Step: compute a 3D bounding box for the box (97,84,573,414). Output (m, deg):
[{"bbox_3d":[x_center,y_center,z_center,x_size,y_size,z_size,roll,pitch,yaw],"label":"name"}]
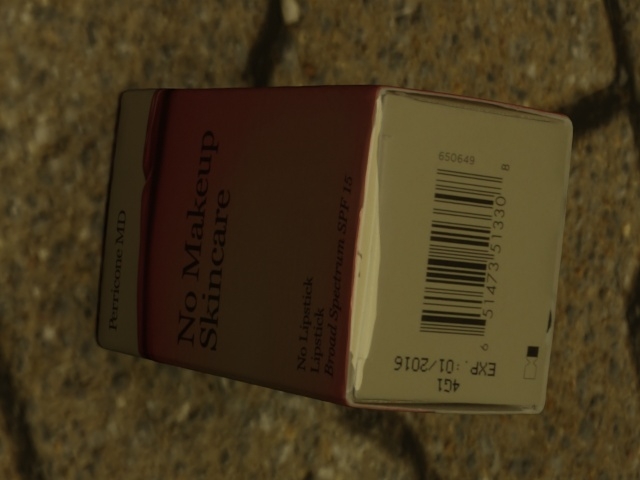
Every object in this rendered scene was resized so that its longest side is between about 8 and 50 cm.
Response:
[{"bbox_3d":[0.000,0.000,0.896,0.127,0.232,0.148,5,90,-37],"label":"box"}]
